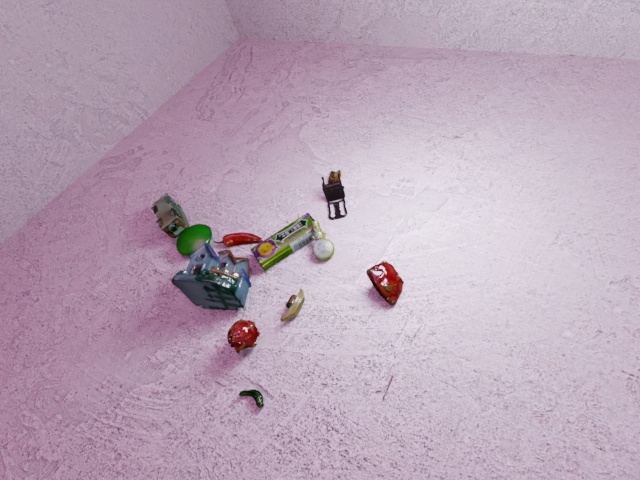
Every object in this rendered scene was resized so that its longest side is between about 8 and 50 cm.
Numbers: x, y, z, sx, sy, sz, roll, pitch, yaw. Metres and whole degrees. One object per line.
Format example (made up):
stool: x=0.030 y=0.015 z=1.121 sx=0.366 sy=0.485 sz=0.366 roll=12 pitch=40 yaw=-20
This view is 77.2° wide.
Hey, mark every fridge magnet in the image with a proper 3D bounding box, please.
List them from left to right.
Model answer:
fridge magnet: x=-0.680 y=-0.001 z=2.167 sx=0.208 sy=0.088 sz=0.208 roll=-10 pitch=50 yaw=13

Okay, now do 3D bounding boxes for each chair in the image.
chair: x=0.074 y=-0.230 z=2.082 sx=0.106 sy=0.113 sz=0.229 roll=-14 pitch=46 yaw=10

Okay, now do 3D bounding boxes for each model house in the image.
model house: x=-0.469 y=0.133 z=1.899 sx=0.295 sy=0.252 sz=0.329 roll=-1 pitch=46 yaw=19

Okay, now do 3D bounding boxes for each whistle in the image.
whistle: x=0.000 y=0.000 z=1.913 sx=0.104 sy=0.057 sz=0.198 roll=-19 pitch=74 yaw=-2

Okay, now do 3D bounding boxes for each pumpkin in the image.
pumpkin: x=0.080 y=-0.346 z=2.221 sx=0.073 sy=0.035 sz=0.101 roll=-4 pitch=54 yaw=31

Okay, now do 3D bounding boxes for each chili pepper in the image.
chili pepper: x=-0.432 y=-0.007 z=2.105 sx=0.272 sy=0.071 sz=0.063 roll=-5 pitch=12 yaw=9
chili pepper: x=-0.263 y=0.608 z=1.572 sx=0.118 sy=0.035 sz=0.055 roll=20 pitch=44 yaw=26

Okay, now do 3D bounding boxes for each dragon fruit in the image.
dragon fruit: x=-0.324 y=0.395 z=1.681 sx=0.133 sy=0.166 sz=0.136 roll=-33 pitch=77 yaw=17
dragon fruit: x=0.284 y=0.173 z=1.678 sx=0.120 sy=0.127 sz=0.161 roll=-34 pitch=49 yaw=1

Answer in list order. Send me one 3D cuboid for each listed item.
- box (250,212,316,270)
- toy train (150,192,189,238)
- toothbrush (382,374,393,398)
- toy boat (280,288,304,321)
box: x=-0.167 y=0.004 z=1.983 sx=0.345 sy=0.097 sz=0.134 roll=-34 pitch=58 yaw=-9
toy train: x=-0.850 y=-0.133 z=2.277 sx=0.129 sy=0.159 sz=0.326 roll=-42 pitch=46 yaw=0
toothbrush: x=0.247 y=0.536 z=1.470 sx=0.006 sy=0.008 sz=0.097 roll=22 pitch=61 yaw=16
toy boat: x=-0.120 y=0.286 z=1.760 sx=0.066 sy=0.065 sz=0.172 roll=21 pitch=56 yaw=16
